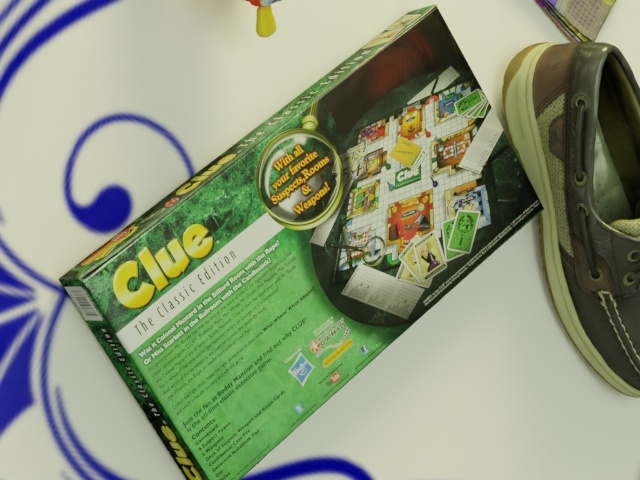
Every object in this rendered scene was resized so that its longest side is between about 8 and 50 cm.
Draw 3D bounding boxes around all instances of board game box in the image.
[{"bbox_3d":[0.000,0.000,0.861,0.259,0.030,0.136,-39,112,-28],"label":"board game box"}]

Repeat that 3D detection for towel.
[{"bbox_3d":[0.145,-0.160,0.971,0.083,0.009,0.060,44,67,-25],"label":"towel"}]

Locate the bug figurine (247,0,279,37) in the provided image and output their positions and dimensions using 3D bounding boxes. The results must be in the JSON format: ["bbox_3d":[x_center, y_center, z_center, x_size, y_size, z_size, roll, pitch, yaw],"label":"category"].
[{"bbox_3d":[-0.127,-0.165,0.753,0.279,0.072,0.216,-28,104,-31],"label":"bug figurine"}]

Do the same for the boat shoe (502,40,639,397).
[{"bbox_3d":[0.172,-0.009,0.947,0.080,0.073,0.223,-29,104,-31],"label":"boat shoe"}]
